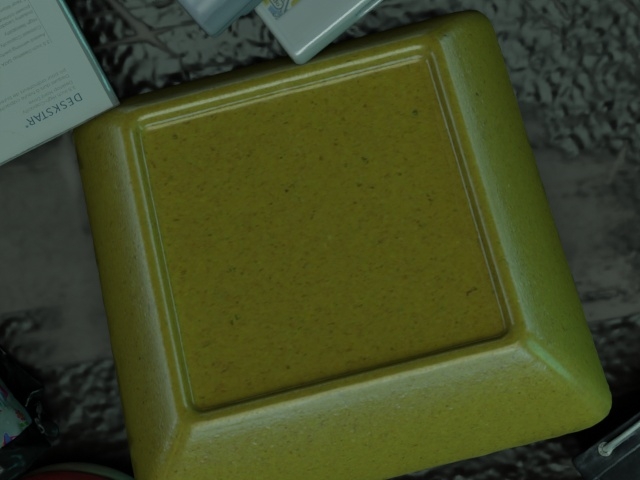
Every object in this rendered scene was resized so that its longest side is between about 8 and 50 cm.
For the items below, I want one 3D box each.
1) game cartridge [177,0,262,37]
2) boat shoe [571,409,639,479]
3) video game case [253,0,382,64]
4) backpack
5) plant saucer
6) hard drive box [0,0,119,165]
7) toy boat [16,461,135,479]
[{"bbox_3d":[-0.096,-0.309,0.856,0.196,0.060,0.294,-41,82,3],"label":"game cartridge"},{"bbox_3d":[0.327,0.099,0.990,0.301,0.108,0.102,-45,73,6],"label":"boat shoe"},{"bbox_3d":[-0.002,-0.272,0.882,0.206,0.026,0.227,-38,77,6],"label":"video game case"},{"bbox_3d":[-0.309,0.117,0.960,0.152,0.115,0.182,-27,99,7],"label":"backpack"},{"bbox_3d":[0.000,0.000,0.877,0.333,0.081,0.332,-15,69,1],"label":"plant saucer"},{"bbox_3d":[-0.272,-0.159,0.855,0.181,0.089,0.232,-27,126,-5],"label":"hard drive box"},{"bbox_3d":[-0.202,0.294,0.986,0.151,0.151,0.231,10,103,-5],"label":"toy boat"}]
